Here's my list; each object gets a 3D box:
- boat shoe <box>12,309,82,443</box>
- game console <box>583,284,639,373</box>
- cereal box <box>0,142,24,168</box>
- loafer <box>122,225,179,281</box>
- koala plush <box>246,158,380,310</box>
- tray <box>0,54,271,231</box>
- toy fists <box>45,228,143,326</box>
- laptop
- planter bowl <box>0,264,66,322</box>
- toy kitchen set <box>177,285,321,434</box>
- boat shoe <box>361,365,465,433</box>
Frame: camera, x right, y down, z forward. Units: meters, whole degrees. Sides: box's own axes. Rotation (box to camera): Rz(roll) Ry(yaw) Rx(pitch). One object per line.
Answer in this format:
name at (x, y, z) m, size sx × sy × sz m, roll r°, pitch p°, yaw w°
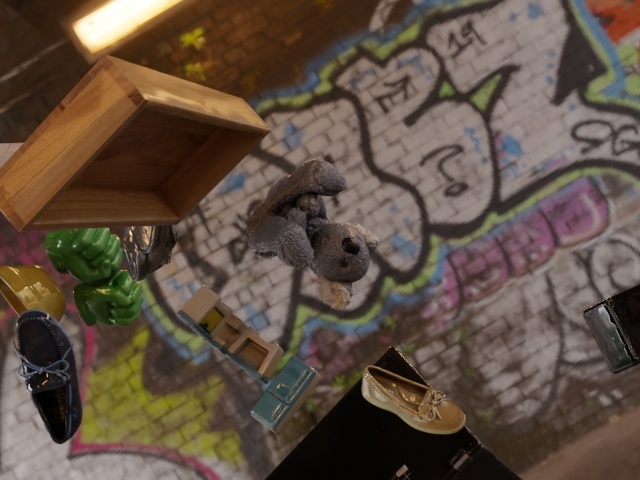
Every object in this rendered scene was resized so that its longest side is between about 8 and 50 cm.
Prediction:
boat shoe at (-0.487, 0.251, 1.675) m, size 0.109 × 0.258 × 0.089 m, roll -17°, pitch 20°, yaw 3°
game console at (0.533, 0.153, 1.586) m, size 0.107 × 0.122 × 0.071 m, roll -24°, pitch -14°, yaw -1°
cereal box at (-0.766, -0.152, 2.212) m, size 0.240 × 0.173 × 0.047 m, roll -1°, pitch 38°, yaw 4°
loafer at (-0.287, -0.014, 1.600) m, size 0.084 × 0.096 × 0.267 m, roll -18°, pitch -17°, yaw -26°
koala plush at (0.000, 0.000, 1.628) m, size 0.203 × 0.221 × 0.196 m, roll -16°, pitch 46°, yaw 57°
tray at (-0.218, -0.109, 1.151) m, size 0.203 × 0.076 × 0.411 m, roll -43°, pitch -10°, yaw 12°
toy fists at (-0.483, 0.079, 2.001) m, size 0.142 × 0.279 × 0.096 m, roll -13°, pitch 33°, yaw 7°
laptop at (0.155, 0.475, 1.558) m, size 0.382 × 0.408 × 0.236 m, roll -47°, pitch -45°, yaw 4°
planter bowl at (-0.616, 0.120, 1.988) m, size 0.090 × 0.217 × 0.217 m, roll -39°, pitch -2°, yaw -24°
toy kitchen set at (-0.131, 0.196, 1.502) m, size 0.122 × 0.207 × 0.166 m, roll -53°, pitch -26°, yaw -12°
boat shoe at (0.128, 0.219, 1.269) m, size 0.056 × 0.153 × 0.048 m, roll -49°, pitch -27°, yaw -36°
